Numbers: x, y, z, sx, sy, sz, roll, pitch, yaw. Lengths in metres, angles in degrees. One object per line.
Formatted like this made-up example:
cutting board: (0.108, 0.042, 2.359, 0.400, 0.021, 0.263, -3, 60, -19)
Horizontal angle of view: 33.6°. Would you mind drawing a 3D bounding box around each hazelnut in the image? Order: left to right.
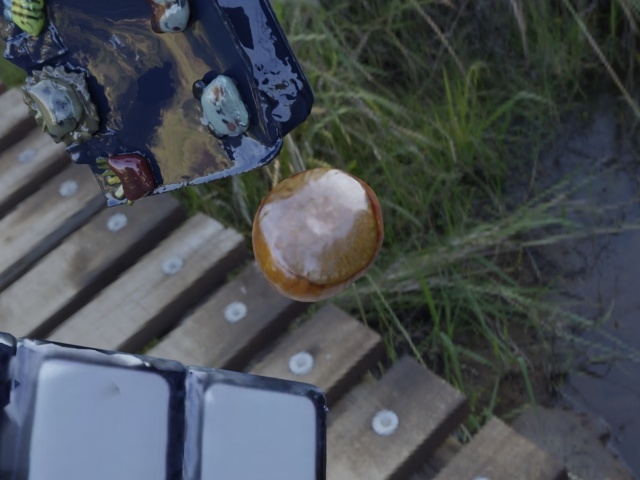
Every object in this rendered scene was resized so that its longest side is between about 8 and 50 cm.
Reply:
hazelnut: (0.000, 0.000, 1.160, 0.150, 0.150, 0.150, -8, 52, 11)

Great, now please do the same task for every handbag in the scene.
handbag: (-0.208, -0.204, 1.234, 0.329, 0.303, 0.122, -15, 24, 29)

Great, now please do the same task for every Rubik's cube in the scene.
Rubik's cube: (-0.197, 0.235, 0.635, 0.305, 0.301, 0.304, -31, 53, 51)
